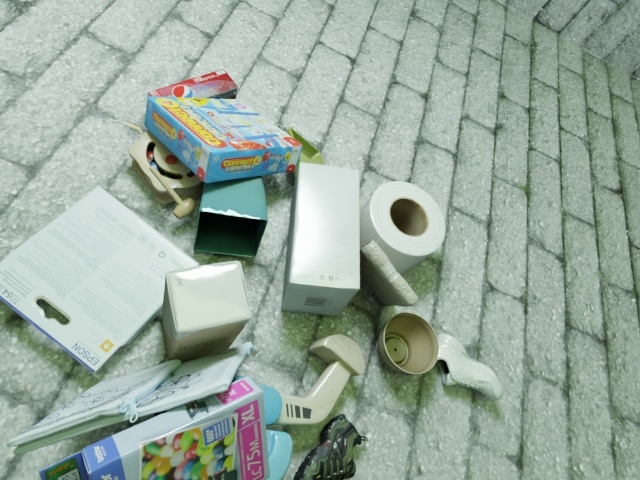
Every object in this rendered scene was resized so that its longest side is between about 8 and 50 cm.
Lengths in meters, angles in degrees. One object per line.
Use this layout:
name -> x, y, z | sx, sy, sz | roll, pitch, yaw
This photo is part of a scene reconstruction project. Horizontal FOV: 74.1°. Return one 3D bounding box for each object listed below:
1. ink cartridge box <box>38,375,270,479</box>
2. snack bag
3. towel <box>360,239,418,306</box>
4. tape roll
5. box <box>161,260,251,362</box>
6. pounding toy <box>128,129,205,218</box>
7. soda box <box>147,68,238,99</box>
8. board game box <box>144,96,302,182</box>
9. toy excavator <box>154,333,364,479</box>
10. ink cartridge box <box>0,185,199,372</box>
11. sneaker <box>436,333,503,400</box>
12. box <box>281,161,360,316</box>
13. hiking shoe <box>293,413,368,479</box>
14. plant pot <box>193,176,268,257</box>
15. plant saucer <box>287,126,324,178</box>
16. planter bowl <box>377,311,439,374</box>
ink cartridge box -> -0.226, 0.354, 0.645 | 0.311, 0.065, 0.186 | -13, 111, -33
snack bag -> -0.302, 0.264, 0.780 | 0.342, 0.323, 0.037 | -15, 88, -3
towel -> 0.160, 0.094, 1.124 | 0.049, 0.282, 0.187 | -38, 87, -8
tape roll -> 0.225, -0.032, 1.273 | 0.246, 0.169, 0.246 | 9, 63, -17
box -> -0.256, 0.164, 0.906 | 0.148, 0.311, 0.121 | -8, 68, -24
pounding toy -> -0.389, -0.197, 1.130 | 0.154, 0.155, 0.269 | -35, 80, -27
soda box -> -0.385, -0.428, 1.286 | 0.263, 0.092, 0.083 | -32, 79, -31
board game box -> -0.262, -0.286, 1.157 | 0.308, 0.086, 0.302 | 40, 36, 27
toy excavator -> -0.121, 0.393, 0.929 | 0.445, 0.222, 0.433 | 21, 60, -25
ink cartridge box -> -0.520, 0.081, 0.994 | 0.324, 0.071, 0.330 | 39, 61, 0
sneaker -> 0.397, 0.378, 1.189 | 0.232, 0.090, 0.115 | 40, 64, 13
box -> 0.000, 0.000, 1.133 | 0.168, 0.215, 0.345 | 7, 63, -8
hiking shoe -> 0.025, 0.517, 0.967 | 0.114, 0.086, 0.227 | 39, 57, 5
plant pot -> -0.240, -0.102, 1.143 | 0.165, 0.166, 0.234 | 8, 50, -17
plant saucer -> -0.039, -0.226, 1.296 | 0.188, 0.045, 0.188 | 26, 41, -58
planter bowl -> 0.220, 0.287, 1.144 | 0.162, 0.109, 0.162 | 9, 61, -17
